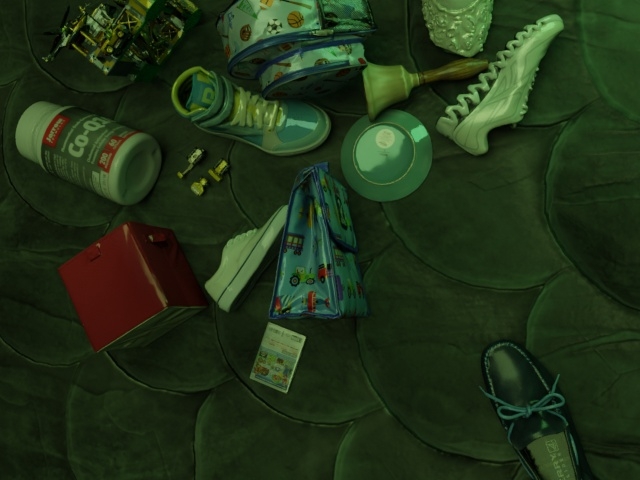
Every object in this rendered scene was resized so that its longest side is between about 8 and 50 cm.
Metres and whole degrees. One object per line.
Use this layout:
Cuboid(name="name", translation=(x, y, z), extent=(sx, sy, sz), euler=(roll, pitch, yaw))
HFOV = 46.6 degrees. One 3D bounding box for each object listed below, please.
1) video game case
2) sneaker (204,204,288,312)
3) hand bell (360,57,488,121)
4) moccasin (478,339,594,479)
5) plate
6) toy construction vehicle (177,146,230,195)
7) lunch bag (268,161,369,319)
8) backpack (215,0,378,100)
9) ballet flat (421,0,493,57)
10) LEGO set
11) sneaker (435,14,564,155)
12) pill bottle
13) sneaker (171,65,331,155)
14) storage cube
Cuboid(name="video game case", translation=(-0.086, 0.236, 1.503), extent=(0.087, 0.011, 0.122), euler=(19, 91, 18))
Cuboid(name="sneaker", translation=(-0.147, 0.023, 1.499), extent=(0.091, 0.094, 0.258), euler=(39, 97, 13))
Cuboid(name="hand bell", translation=(0.202, -0.313, 1.433), extent=(0.242, 0.126, 0.126), euler=(-11, 82, 3))
Cuboid(name="moccasin", translation=(0.390, 0.327, 1.288), extent=(0.138, 0.117, 0.342), euler=(-32, 76, 12))
Cuboid(name="plate", translation=(0.127, -0.170, 1.468), extent=(0.188, 0.024, 0.188), euler=(-2, 85, 18))
Cuboid(name="toy construction vehicle", translation=(-0.248, -0.150, 1.584), extent=(0.086, 0.035, 0.098), euler=(42, 100, 6))
Cuboid(name="lunch bag", translation=(0.000, 0.000, 1.388), extent=(0.138, 0.221, 0.293), euler=(-3, 84, 17))
Cuboid(name="backpack", translation=(-0.052, -0.370, 1.372), extent=(0.263, 0.276, 0.213), euler=(-6, 80, -22))
Cuboid(name="ballet flat", translation=(0.256, -0.559, 1.408), extent=(0.147, 0.147, 0.409), euler=(1, 86, 18))
Cuboid(name="LEGO set", translation=(-0.410, -0.463, 1.517), extent=(0.192, 0.331, 0.255), euler=(40, 112, 0))
Cuboid(name="sneaker", translation=(0.350, -0.284, 1.374), extent=(0.118, 0.110, 0.292), euler=(44, 107, 9))
Cuboid(name="pill bottle", translation=(-0.501, -0.194, 1.596), extent=(0.283, 0.161, 0.161), euler=(22, 92, 18))
Cuboid(name="sneaker", translation=(-0.150, -0.255, 1.467), extent=(0.319, 0.208, 0.127), euler=(10, 87, 18))
Cuboid(name="storage cube", translation=(-0.377, 0.096, 1.518), extent=(0.215, 0.184, 0.193), euler=(-31, 77, 12))
